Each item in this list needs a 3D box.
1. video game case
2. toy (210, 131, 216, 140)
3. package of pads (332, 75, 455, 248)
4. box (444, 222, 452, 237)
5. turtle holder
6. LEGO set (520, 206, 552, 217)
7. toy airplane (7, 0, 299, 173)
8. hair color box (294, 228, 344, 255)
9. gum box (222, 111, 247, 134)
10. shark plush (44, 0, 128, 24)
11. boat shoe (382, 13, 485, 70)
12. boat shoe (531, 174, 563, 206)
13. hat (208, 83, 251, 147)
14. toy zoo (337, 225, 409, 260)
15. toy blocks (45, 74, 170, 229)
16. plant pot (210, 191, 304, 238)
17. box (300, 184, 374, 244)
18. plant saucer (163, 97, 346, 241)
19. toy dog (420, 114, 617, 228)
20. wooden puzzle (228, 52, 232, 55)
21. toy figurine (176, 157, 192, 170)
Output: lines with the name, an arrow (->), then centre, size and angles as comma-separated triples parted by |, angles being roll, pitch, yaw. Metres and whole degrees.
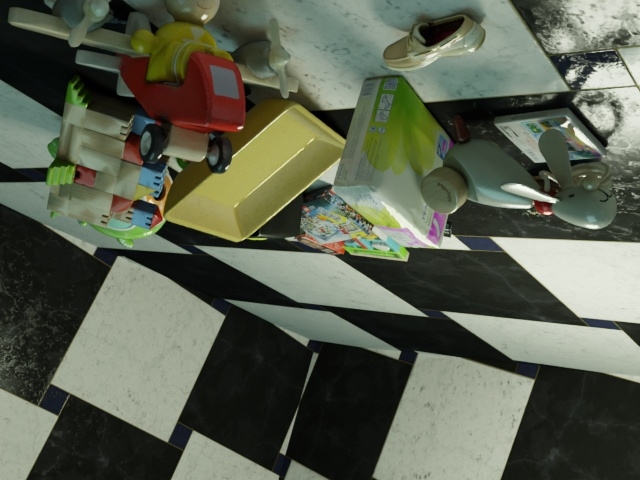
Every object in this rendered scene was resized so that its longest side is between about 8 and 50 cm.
video game case -> 0.408, -0.184, 1.458 | 0.143, 0.019, 0.157 | -1, 157, 45
toy -> -0.263, -0.259, 1.752 | 0.237, 0.056, 0.137 | 46, 163, -29
package of pads -> 0.148, -0.129, 1.515 | 0.101, 0.229, 0.296 | 4, 160, 35
box -> 0.293, -0.033, 2.088 | 0.083, 0.018, 0.067 | 13, 164, 13
turtle holder -> -0.528, -0.163, 2.140 | 0.320, 0.243, 0.227 | 53, 150, 11
LEGO set -> 0.481, -0.066, 1.796 | 0.083, 0.023, 0.054 | 2, 166, 1
toy airplane -> -0.240, -0.307, 1.325 | 0.384, 0.272, 0.386 | 25, -158, 6
hair color box -> 0.000, 0.000, 2.444 | 0.141, 0.043, 0.072 | 24, 163, -24
gum box -> -0.135, -0.218, 1.832 | 0.157, 0.041, 0.184 | 21, 163, -13
shark plush -> -0.406, -0.415, 1.458 | 0.161, 0.073, 0.067 | -1, -171, -17
boat shoe -> 0.160, -0.302, 1.228 | 0.170, 0.063, 0.059 | -9, 150, 37
boat shoe -> 0.456, -0.091, 1.633 | 0.073, 0.073, 0.207 | 22, 165, -25
hat -> -0.236, -0.231, 1.588 | 0.208, 0.184, 0.173 | 21, 172, -30
toy zoo -> 0.109, -0.015, 2.308 | 0.192, 0.030, 0.293 | 6, 161, 32
toy blocks -> -0.471, -0.173, 1.903 | 0.260, 0.191, 0.381 | 17, 121, -6
plant pot -> -0.145, -0.087, 2.067 | 0.188, 0.187, 0.167 | 0, 171, 45
box -> 0.015, -0.063, 2.140 | 0.159, 0.044, 0.233 | 40, 155, -22
plant saucer -> -0.130, -0.148, 1.644 | 0.081, 0.332, 0.333 | 55, -168, 19
toy dog -> 0.334, -0.129, 1.406 | 0.333, 0.220, 0.161 | 2, 127, 22
wooden puzzle -> -0.151, -0.326, 1.530 | 0.116, 0.014, 0.078 | 14, 160, 8
toy figurine -> -0.267, -0.177, 1.942 | 0.173, 0.130, 0.159 | 58, 156, 2
